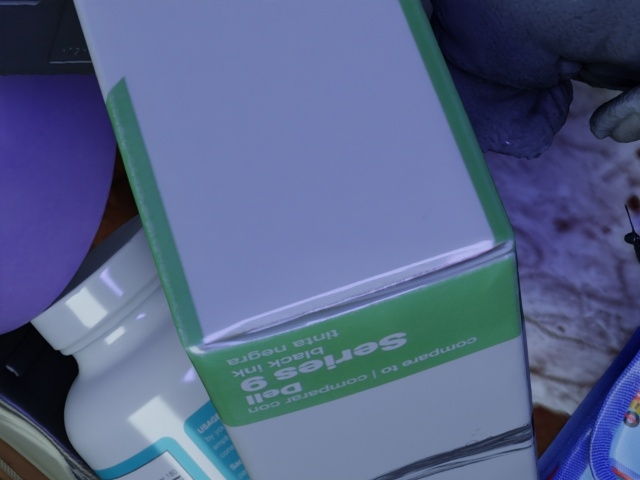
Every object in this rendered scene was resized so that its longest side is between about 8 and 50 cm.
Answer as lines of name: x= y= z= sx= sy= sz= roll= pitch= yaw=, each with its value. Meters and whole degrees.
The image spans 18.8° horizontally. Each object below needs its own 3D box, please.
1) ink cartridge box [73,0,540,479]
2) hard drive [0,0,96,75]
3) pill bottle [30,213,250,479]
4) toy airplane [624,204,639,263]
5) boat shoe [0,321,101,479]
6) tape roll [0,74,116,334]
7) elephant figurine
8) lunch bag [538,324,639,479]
ink cartridge box: x=0.000 y=0.000 z=0.796 sx=0.121 sy=0.211 sz=0.289 roll=-19 pitch=151 yaw=-1
hard drive: x=-0.038 y=-0.202 z=0.746 sx=0.064 sy=0.237 sz=0.339 roll=67 pitch=149 yaw=33
pill bottle: x=-0.035 y=0.109 z=1.034 sx=0.146 sy=0.146 sz=0.264 roll=-29 pitch=105 yaw=44
toy airplane: x=0.208 y=0.005 z=0.878 sx=0.151 sy=0.028 sz=0.151 roll=18 pitch=134 yaw=20
boat shoe: x=-0.218 y=0.056 z=1.131 sx=0.324 sy=0.122 sz=0.120 roll=46 pitch=138 yaw=-5
tape roll: x=-0.196 y=-0.047 z=0.988 sx=0.189 sy=0.080 sz=0.189 roll=-9 pitch=76 yaw=41
elephant figurine: x=0.167 y=-0.093 z=0.736 sx=0.239 sy=0.186 sz=0.169 roll=21 pitch=127 yaw=24
lunch bag: x=0.227 y=0.122 z=0.896 sx=0.221 sy=0.138 sz=0.293 roll=31 pitch=129 yaw=5
